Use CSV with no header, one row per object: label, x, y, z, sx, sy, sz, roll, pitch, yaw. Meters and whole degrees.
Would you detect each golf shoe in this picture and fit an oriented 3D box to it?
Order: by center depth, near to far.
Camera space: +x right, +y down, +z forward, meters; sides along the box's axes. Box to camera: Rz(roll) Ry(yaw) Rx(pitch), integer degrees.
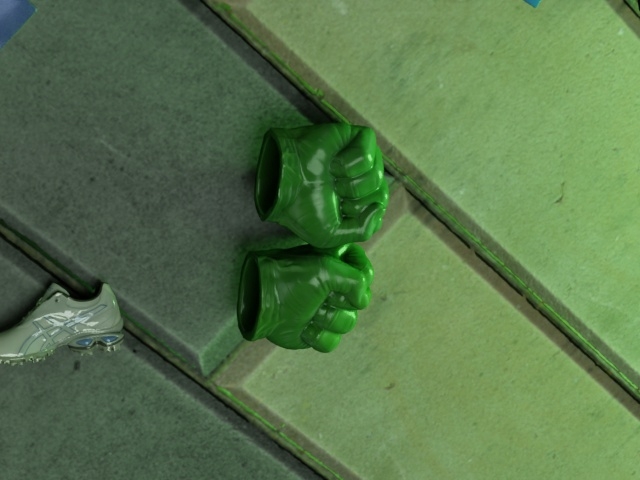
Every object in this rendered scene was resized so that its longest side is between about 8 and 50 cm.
golf shoe,-0.306,0.090,1.965,0.176,0.069,0.086,-9,98,-21

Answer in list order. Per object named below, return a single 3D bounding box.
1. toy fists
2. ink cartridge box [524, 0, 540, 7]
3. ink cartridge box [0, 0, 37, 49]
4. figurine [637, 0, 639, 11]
toy fists,0.000,0.000,1.978,0.142,0.096,0.279,-2,116,-23
ink cartridge box,0.139,-0.347,1.879,0.231,0.134,0.078,28,103,-31
ink cartridge box,-0.479,-0.196,1.739,0.307,0.072,0.303,-46,122,6
figurine,0.357,-0.373,1.928,0.215,0.092,0.209,45,130,-7
